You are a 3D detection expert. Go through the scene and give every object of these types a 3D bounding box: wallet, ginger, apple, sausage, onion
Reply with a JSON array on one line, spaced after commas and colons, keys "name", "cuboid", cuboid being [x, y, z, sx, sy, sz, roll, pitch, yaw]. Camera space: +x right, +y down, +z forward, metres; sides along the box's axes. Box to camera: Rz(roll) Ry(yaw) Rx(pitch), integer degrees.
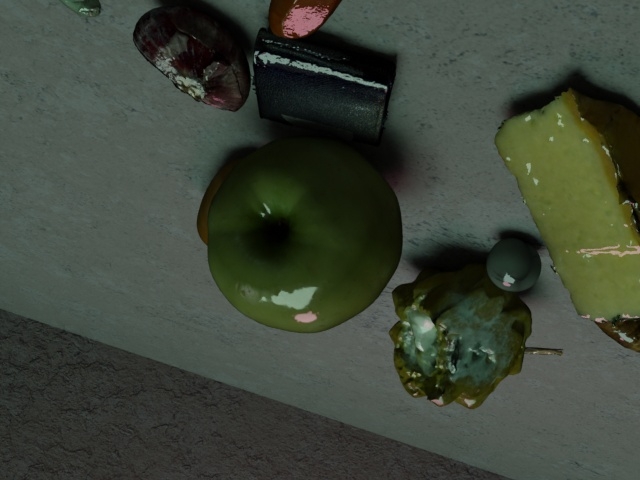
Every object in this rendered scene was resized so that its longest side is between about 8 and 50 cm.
[{"name": "wallet", "cuboid": [0.004, -0.238, 1.571, 0.221, 0.071, 0.262, 13, 161, 3]}, {"name": "ginger", "cuboid": [0.563, 0.115, 1.880, 0.133, 0.107, 0.309, 16, 159, 46]}, {"name": "apple", "cuboid": [-0.020, -0.006, 1.730, 0.357, 0.357, 0.357, 16, 158, 7]}, {"name": "sausage", "cuboid": [-0.181, -0.076, 1.991, 0.116, 0.134, 0.354, 18, 158, -7]}, {"name": "onion", "cuboid": [-0.185, -0.300, 1.526, 0.206, 0.151, 0.098, 29, 122, -32]}, {"name": "sausage", "cuboid": [-0.015, -0.335, 1.322, 0.089, 0.089, 0.179, 25, 148, -14]}]

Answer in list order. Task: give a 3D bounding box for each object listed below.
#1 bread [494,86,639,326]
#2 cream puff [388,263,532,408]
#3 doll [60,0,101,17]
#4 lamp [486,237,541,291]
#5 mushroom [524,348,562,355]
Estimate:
[{"name": "bread", "cuboid": [0.407, -0.032, 1.464, 0.315, 0.279, 0.248, 16, 168, -26]}, {"name": "cream puff", "cuboid": [0.298, 0.178, 2.082, 0.274, 0.323, 0.270, -5, -156, -14]}, {"name": "doll", "cuboid": [-0.396, -0.408, 1.476, 0.103, 0.072, 0.214, 25, 169, 19]}, {"name": "lamp", "cuboid": [0.369, 0.046, 1.875, 0.105, 0.105, 0.105, 16, 158, 7]}, {"name": "mushroom", "cuboid": [0.475, 0.275, 2.437, 0.286, 0.028, 0.026, -3, 107, 41]}]
